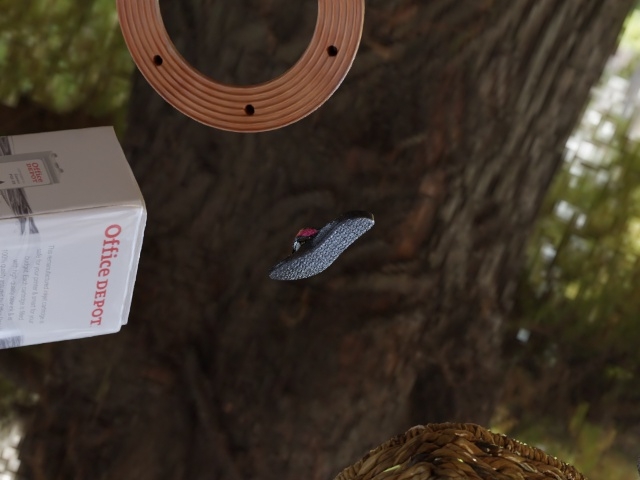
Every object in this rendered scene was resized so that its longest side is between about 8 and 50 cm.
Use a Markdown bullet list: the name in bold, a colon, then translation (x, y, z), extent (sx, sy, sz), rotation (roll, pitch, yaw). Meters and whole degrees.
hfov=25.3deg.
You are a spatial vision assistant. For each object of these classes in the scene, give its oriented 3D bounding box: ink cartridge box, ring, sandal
- **ink cartridge box**: translation (-0.332, 0.008, 1.406), extent (0.283, 0.207, 0.117), rotation (-8, -129, -23)
- **ring**: translation (-0.102, -0.302, 1.788), extent (0.336, 0.337, 0.032), rotation (24, -155, 11)
- **sandal**: translation (0.000, 0.000, 1.828), extent (0.067, 0.179, 0.040), rotation (8, -125, -43)

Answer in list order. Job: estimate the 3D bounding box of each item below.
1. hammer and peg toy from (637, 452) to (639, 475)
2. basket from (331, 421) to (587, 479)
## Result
- **hammer and peg toy**: translation (0.378, 0.132, 0.726), extent (0.266, 0.361, 0.127), rotation (60, 177, 2)
- **basket**: translation (0.060, 0.285, 1.154), extent (0.213, 0.299, 0.223), rotation (35, -163, -3)
